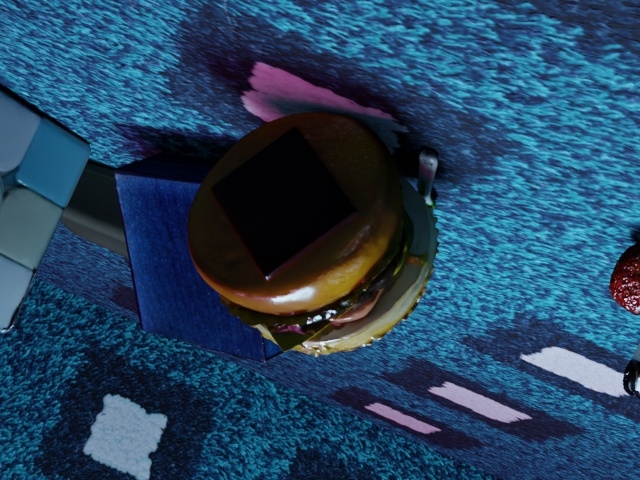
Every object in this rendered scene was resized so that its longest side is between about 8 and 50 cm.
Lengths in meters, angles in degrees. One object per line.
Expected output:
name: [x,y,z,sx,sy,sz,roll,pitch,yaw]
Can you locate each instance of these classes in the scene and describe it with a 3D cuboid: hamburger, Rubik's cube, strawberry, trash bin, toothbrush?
hamburger: [0.000,0.000,1.554,0.291,0.291,0.225,14,155,31]
Rubik's cube: [-0.641,-0.087,2.058,0.344,0.347,0.346,7,158,44]
strawberry: [0.384,0.041,1.500,0.106,0.106,0.106,21,166,6]
trash bin: [-0.327,-0.040,2.221,0.240,0.122,0.164,20,165,18]
toothbrush: [0.136,-0.055,1.655,0.030,0.030,0.304,20,163,10]

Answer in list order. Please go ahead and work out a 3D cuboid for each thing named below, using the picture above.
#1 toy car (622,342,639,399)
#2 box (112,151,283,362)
toy car: [0.575,0.242,1.889,0.301,0.118,0.193,34,171,-40]
box: [-0.159,0.018,1.892,0.279,0.262,0.116,9,-155,41]
